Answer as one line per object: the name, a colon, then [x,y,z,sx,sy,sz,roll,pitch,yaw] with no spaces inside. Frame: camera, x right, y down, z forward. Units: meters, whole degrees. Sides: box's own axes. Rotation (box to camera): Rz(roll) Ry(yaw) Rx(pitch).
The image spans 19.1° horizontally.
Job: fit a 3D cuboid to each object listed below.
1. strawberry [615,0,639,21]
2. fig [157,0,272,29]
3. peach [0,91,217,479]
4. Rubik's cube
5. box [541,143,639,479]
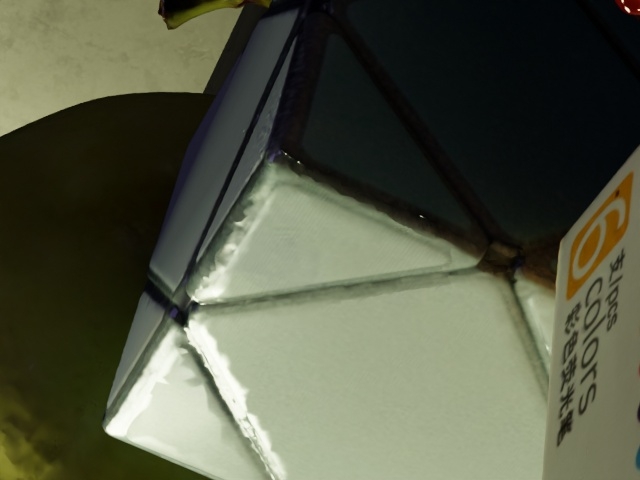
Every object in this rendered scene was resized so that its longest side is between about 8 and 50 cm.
strawberry: [0.132,-0.192,0.718,0.150,0.280,0.253,135,148,-68]
fig: [0.027,-0.153,1.215,0.145,0.274,0.170,57,-141,-56]
peach: [-0.091,0.082,1.059,0.281,0.314,0.316,-53,47,44]
Rubik's cube: [0.045,-0.001,0.859,0.207,0.205,0.205,-53,17,44]
box: [0.152,0.040,0.566,0.221,0.091,0.274,-55,16,40]
